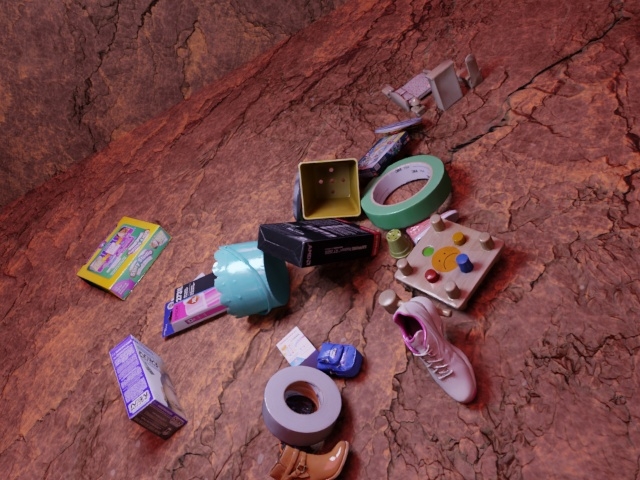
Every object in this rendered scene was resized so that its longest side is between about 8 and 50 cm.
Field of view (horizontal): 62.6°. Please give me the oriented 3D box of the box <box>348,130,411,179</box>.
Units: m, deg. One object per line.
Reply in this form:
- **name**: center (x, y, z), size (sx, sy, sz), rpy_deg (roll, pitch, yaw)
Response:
- **box**: center (0.232, -0.331, 2.070), size (0.233, 0.044, 0.159), rpy_deg (-48, 22, -24)

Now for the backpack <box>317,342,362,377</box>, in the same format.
- **backpack**: center (0.057, 0.359, 1.579), size (0.120, 0.101, 0.098), rpy_deg (2, 60, 30)

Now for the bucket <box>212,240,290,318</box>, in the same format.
- **bucket**: center (-0.235, 0.130, 1.855), size (0.183, 0.281, 0.281), rpy_deg (-14, 46, 15)

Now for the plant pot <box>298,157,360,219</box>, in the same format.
- **plant pot**: center (0.040, -0.211, 1.993), size (0.212, 0.212, 0.187), rpy_deg (-4, 17, 5)

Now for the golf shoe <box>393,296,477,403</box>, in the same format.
- **golf shoe**: center (0.293, 0.296, 1.390), size (0.115, 0.140, 0.306), rpy_deg (-45, 66, 33)

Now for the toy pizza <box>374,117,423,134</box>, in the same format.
- **toy pizza**: center (0.321, -0.460, 2.147), size (0.201, 0.032, 0.201), rpy_deg (-15, 14, 4)

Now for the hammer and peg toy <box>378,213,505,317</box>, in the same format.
- **hammer and peg toy**: center (0.362, 0.108, 1.590), size (0.266, 0.127, 0.361), rpy_deg (25, 72, 44)

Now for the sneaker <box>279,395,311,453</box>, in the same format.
- **sneaker**: center (-0.081, 0.535, 1.520), size (0.083, 0.087, 0.221), rpy_deg (17, 37, 2)

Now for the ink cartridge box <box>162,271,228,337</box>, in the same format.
- **ink cartridge box**: center (-0.468, 0.229, 2.030), size (0.371, 0.069, 0.176), rpy_deg (-26, 43, 14)

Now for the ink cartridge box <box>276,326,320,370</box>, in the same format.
- **ink cartridge box**: center (-0.065, 0.353, 1.668), size (0.092, 0.090, 0.143), rpy_deg (-42, 43, -7)

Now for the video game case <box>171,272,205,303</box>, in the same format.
- **video game case**: center (-0.499, 0.234, 2.106), size (0.173, 0.022, 0.190), rpy_deg (-43, 43, -8)

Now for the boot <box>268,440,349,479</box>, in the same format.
- **boot**: center (-0.028, 0.583, 1.390), size (0.152, 0.073, 0.197), rpy_deg (36, 74, 1)

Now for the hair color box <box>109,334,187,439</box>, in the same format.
- **hair color box**: center (-0.595, 0.498, 1.808), size (0.110, 0.185, 0.339), rpy_deg (-38, 43, -5)

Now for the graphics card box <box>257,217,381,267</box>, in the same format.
- **graphics card box**: center (0.000, 0.000, 1.779), size (0.233, 0.371, 0.094), rpy_deg (21, 109, 42)

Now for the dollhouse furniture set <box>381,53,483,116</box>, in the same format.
- **dollhouse furniture set**: center (0.450, -0.713, 2.239), size (0.303, 0.174, 0.355), rpy_deg (-37, 42, -2)

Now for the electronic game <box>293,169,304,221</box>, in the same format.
- **electronic game**: center (-0.071, -0.179, 2.063), size (0.048, 0.229, 0.229), rpy_deg (6, 52, 4)

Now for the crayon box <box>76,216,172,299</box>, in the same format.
- **crayon box**: center (-0.917, 0.073, 2.459), size (0.313, 0.106, 0.363), rpy_deg (13, 61, 38)

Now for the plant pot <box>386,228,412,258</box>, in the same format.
- **plant pot**: center (0.260, 0.004, 1.782), size (0.083, 0.079, 0.083), rpy_deg (-18, 44, 19)

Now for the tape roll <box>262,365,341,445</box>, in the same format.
- **tape roll**: center (-0.054, 0.464, 1.488), size (0.219, 0.072, 0.219), rpy_deg (9, 37, -7)

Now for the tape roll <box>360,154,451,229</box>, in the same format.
- **tape roll**: center (0.301, -0.175, 1.877), size (0.321, 0.077, 0.321), rpy_deg (-24, 33, 17)

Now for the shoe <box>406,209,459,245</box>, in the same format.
- **shoe**: center (0.376, -0.059, 1.775), size (0.178, 0.063, 0.081), rpy_deg (-37, 46, 6)
